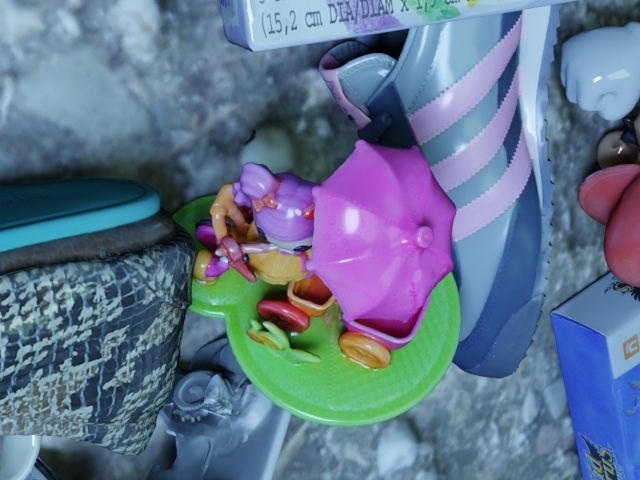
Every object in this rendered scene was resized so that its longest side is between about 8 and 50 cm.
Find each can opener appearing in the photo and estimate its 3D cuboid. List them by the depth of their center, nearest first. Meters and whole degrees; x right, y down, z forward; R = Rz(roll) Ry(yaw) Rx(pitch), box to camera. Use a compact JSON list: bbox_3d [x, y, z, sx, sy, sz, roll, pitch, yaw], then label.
[{"bbox_3d":[-0.063,0.172,0.614,0.095,0.076,0.283,60,37,-44],"label":"can opener"}]

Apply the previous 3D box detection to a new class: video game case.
[{"bbox_3d":[0.307,0.115,0.941,0.244,0.061,0.270,-30,121,-23],"label":"video game case"}]

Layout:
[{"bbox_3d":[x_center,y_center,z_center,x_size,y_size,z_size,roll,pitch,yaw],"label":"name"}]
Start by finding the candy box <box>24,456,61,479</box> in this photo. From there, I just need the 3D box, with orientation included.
[{"bbox_3d":[-0.204,0.240,0.609,0.233,0.071,0.159,-32,121,-23],"label":"candy box"}]

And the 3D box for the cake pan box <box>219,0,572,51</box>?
[{"bbox_3d":[0.059,-0.227,0.551,0.266,0.070,0.246,-10,105,-13],"label":"cake pan box"}]

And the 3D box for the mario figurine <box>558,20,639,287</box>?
[{"bbox_3d":[0.256,-0.118,0.816,0.198,0.170,0.321,25,77,-3],"label":"mario figurine"}]

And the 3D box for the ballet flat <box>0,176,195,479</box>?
[{"bbox_3d":[-0.260,0.071,0.455,0.482,0.164,0.182,-3,102,-38],"label":"ballet flat"}]

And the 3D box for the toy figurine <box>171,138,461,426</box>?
[{"bbox_3d":[0.000,0.000,0.578,0.173,0.159,0.130,25,68,4],"label":"toy figurine"}]

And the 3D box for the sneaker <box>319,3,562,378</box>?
[{"bbox_3d":[0.060,-0.065,0.693,0.131,0.112,0.319,-7,107,-16],"label":"sneaker"}]
